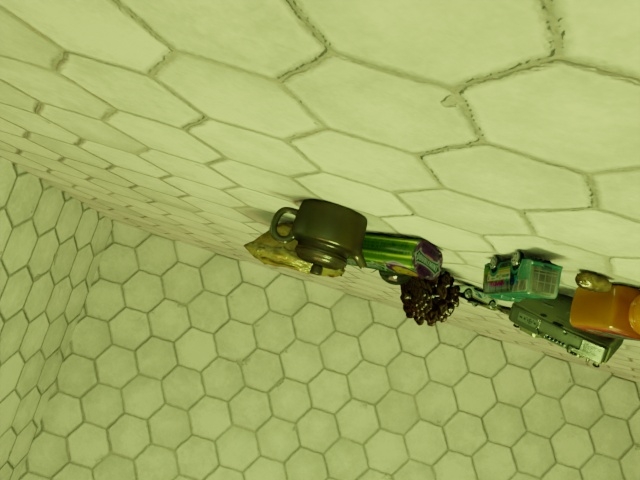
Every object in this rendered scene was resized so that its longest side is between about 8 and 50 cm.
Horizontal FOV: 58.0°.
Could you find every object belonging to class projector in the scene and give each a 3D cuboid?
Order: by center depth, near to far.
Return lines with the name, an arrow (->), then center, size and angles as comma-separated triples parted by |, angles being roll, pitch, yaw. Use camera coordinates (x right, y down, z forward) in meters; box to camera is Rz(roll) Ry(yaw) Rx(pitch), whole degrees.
projector -> 0.674, 0.227, 1.574 | 0.270, 0.088, 0.194 | 26, -148, 36

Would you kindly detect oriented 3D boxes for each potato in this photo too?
potato -> 0.619, 0.096, 1.312 | 0.083, 0.040, 0.051 | 19, 176, -4

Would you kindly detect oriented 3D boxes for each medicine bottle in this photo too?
medicine bottle -> 0.718, 0.172, 1.354 | 0.150, 0.111, 0.222 | 17, 171, -12

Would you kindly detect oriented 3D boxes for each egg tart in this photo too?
egg tart -> -0.075, 0.028, 1.862 | 0.352, 0.149, 0.352 | 15, 176, 1

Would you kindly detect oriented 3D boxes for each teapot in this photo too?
teapot -> 0.000, 0.000, 1.476 | 0.268, 0.175, 0.185 | 18, 169, -3

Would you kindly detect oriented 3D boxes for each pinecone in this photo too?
pinecone -> 0.356, 0.173, 1.850 | 0.208, 0.207, 0.208 | 17, 171, 3

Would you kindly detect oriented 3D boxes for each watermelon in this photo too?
watermelon -> 0.218, 0.086, 1.768 | 0.133, 0.105, 0.105 | -5, 167, 9

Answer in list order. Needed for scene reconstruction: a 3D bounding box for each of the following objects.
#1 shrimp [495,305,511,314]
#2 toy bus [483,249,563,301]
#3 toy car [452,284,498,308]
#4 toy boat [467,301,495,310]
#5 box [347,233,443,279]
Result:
shrimp -> 0.702, 0.265, 2.159 | 0.150, 0.051, 0.217 | 22, 176, 16
toy bus -> 0.466, 0.088, 1.359 | 0.091, 0.109, 0.261 | 12, 172, -4
toy car -> 0.522, 0.187, 1.989 | 0.205, 0.056, 0.095 | 26, 168, -25
toy boat -> 0.648, 0.257, 2.297 | 0.115, 0.016, 0.063 | 18, 170, -6
box -> 0.164, 0.038, 1.628 | 0.346, 0.097, 0.134 | 8, 166, 46
